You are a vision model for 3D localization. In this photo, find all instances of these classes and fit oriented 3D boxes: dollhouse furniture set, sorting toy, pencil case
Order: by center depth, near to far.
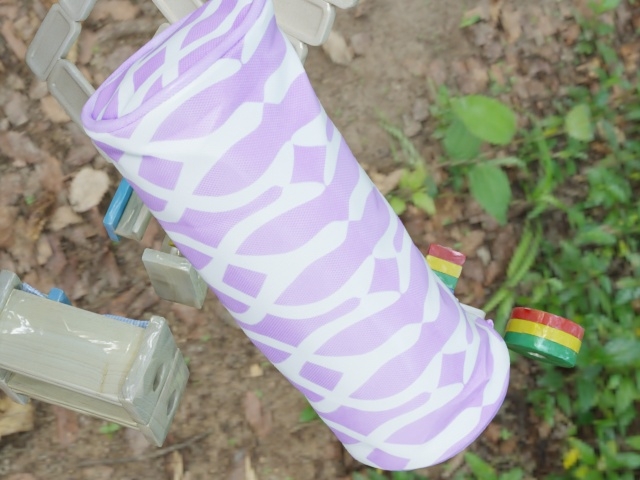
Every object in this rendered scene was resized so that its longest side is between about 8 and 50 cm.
[{"bbox_3d":[0.000,0.000,0.437,0.088,0.086,0.206,-52,122,-26],"label":"pencil case"},{"bbox_3d":[0.031,0.020,0.741,0.274,0.132,0.046,18,80,4],"label":"sorting toy"},{"bbox_3d":[-0.156,0.041,0.866,0.129,0.129,0.184,86,22,-65],"label":"dollhouse furniture set"}]

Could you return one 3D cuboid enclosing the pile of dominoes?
[{"bbox_3d":[-0.086,-0.151,0.772,0.196,0.251,0.040,50,33,17],"label":"pile of dominoes"}]
